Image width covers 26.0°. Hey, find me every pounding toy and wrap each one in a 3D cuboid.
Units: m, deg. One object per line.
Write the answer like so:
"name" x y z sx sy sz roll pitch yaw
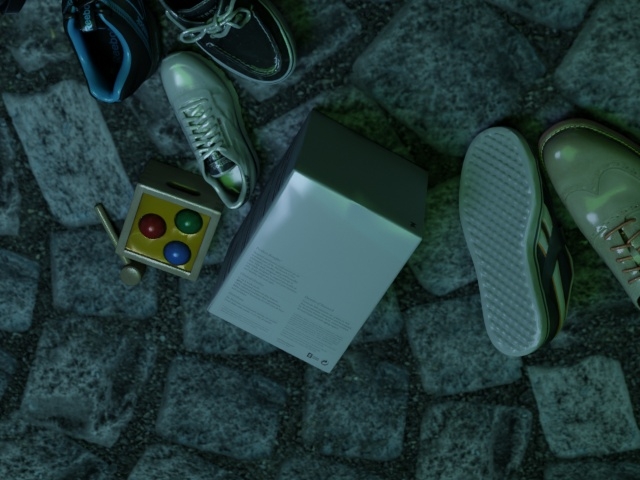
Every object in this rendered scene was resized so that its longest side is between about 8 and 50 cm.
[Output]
"pounding toy" -0.255 -0.005 2.036 0.181 0.094 0.206 20 120 -5

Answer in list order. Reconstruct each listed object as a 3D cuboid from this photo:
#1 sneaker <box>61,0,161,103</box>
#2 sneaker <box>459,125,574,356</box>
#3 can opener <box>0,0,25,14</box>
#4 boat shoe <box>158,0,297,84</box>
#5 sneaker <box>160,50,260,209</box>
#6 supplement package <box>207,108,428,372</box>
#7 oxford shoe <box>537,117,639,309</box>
"sneaker" -0.285 -0.345 1.817 0.125 0.139 0.340 -7 118 13
"sneaker" 0.280 -0.004 1.966 0.126 0.127 0.321 -2 97 34
"can opener" -0.422 -0.392 1.863 0.059 0.073 0.186 38 122 30
"boat shoe" -0.142 -0.304 1.782 0.113 0.105 0.306 -33 118 14
"sneaker" -0.153 -0.156 1.938 0.090 0.095 0.235 -21 114 20
"supplement package" 0.000 0.000 1.948 0.199 0.198 0.262 28 120 -9
"oxford shoe" 0.447 -0.005 1.921 0.140 0.146 0.397 -37 109 26
